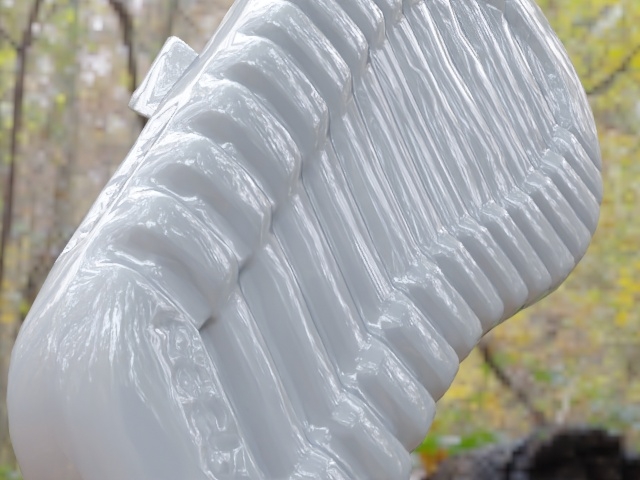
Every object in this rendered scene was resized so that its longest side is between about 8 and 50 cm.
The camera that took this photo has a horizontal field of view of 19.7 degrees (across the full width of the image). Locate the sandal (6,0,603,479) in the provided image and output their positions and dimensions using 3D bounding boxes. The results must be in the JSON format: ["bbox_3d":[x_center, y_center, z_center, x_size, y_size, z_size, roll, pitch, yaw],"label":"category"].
[{"bbox_3d":[-0.008,-0.013,0.643,0.102,0.169,0.416,-25,10,29],"label":"sandal"}]
